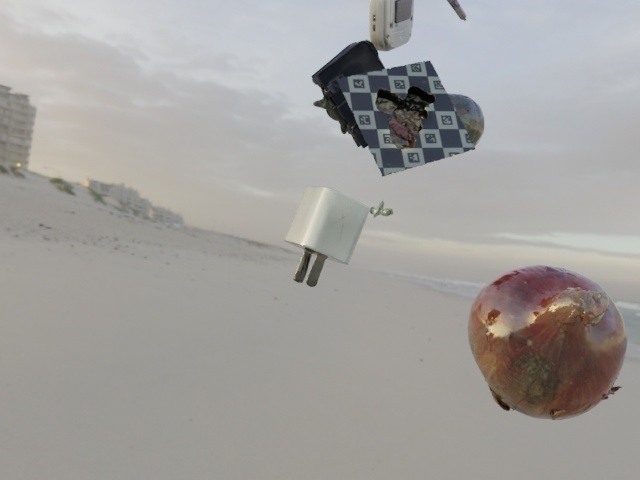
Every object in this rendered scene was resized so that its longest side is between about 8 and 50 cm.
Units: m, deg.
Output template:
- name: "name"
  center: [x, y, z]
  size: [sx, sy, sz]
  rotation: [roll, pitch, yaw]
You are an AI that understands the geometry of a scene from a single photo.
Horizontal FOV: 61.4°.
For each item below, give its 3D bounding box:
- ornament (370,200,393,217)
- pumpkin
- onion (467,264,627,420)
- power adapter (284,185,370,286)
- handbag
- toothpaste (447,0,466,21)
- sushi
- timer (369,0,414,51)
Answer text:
- name: "ornament"
  center: [0.218, -0.109, 1.972]
  size: [0.041, 0.068, 0.092]
  rotation: [37, 9, -37]
- name: "pumpkin"
  center: [0.387, -0.381, 1.804]
  size: [0.321, 0.192, 0.320]
  rotation: [-3, 2, 0]
- name: "onion"
  center: [0.510, 0.228, 1.217]
  size: [0.354, 0.353, 0.353]
  rotation: [7, -2, 0]
- name: "power adapter"
  center: [0.000, 0.000, 1.153]
  size: [0.125, 0.204, 0.130]
  rotation: [24, -4, -28]
- name: "handbag"
  center: [0.127, -0.510, 1.923]
  size: [0.325, 0.269, 0.118]
  rotation: [54, -7, -25]
- name: "toothpaste"
  center: [0.546, -0.946, 2.174]
  size: [0.045, 0.028, 0.170]
  rotation: [-32, -43, 25]
- name: "sushi"
  center: [0.247, -0.358, 1.605]
  size: [0.320, 0.339, 0.068]
  rotation: [-18, -16, -16]
- name: "timer"
  center: [0.261, -0.810, 1.933]
  size: [0.087, 0.236, 0.262]
  rotation: [16, 35, 27]
